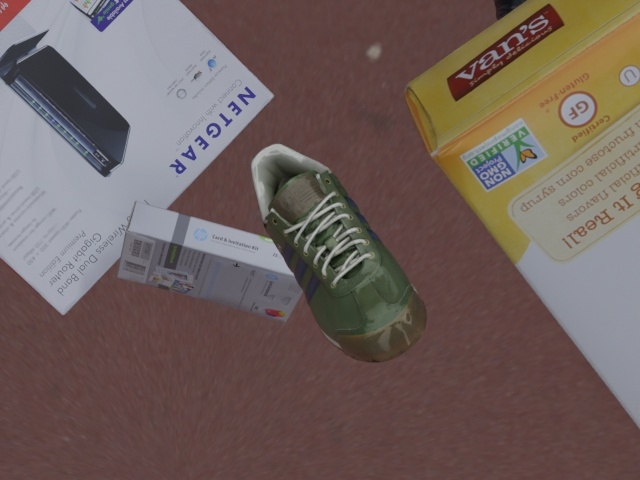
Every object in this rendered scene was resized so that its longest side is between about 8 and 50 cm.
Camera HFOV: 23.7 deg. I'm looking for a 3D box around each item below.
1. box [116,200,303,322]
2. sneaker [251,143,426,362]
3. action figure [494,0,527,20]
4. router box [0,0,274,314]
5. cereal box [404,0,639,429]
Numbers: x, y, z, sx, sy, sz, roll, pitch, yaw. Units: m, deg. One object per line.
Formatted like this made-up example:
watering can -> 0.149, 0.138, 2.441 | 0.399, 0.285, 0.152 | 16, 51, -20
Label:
box -> -0.109, 0.024, 1.548 | 0.186, 0.145, 0.038 | 16, 68, -5
sneaker -> 0.000, 0.000, 0.959 | 0.064, 0.192, 0.086 | -35, 120, 1
action figure -> 0.257, -0.288, 1.700 | 0.178, 0.341, 0.330 | -10, 93, -18
router box -> -0.272, -0.144, 1.647 | 0.301, 0.082, 0.335 | 44, 86, -11
cereal box -> 0.159, 0.004, 0.416 | 0.173, 0.047, 0.240 | -35, 118, 12
